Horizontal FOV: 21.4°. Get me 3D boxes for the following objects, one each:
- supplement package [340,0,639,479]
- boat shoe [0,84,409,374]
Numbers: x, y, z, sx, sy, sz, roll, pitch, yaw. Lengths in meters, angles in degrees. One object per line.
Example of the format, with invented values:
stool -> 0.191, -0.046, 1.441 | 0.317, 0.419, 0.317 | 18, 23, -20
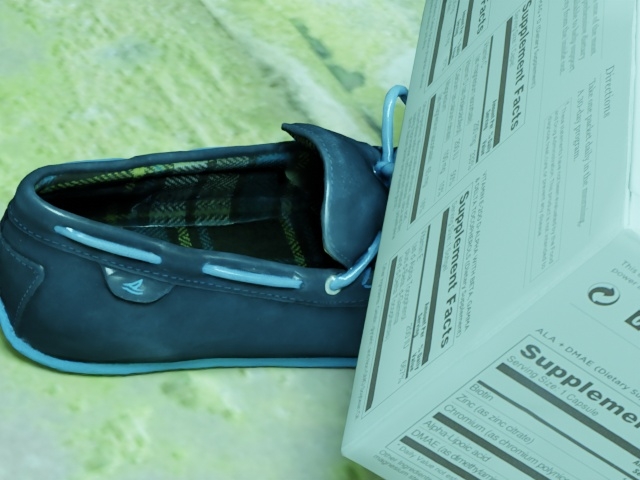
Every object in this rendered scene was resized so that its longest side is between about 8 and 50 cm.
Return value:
supplement package -> 0.146, -0.006, 0.629 | 0.204, 0.145, 0.262 | 31, 42, -17
boat shoe -> 0.000, 0.000, 0.687 | 0.258, 0.089, 0.109 | -12, 49, -21
